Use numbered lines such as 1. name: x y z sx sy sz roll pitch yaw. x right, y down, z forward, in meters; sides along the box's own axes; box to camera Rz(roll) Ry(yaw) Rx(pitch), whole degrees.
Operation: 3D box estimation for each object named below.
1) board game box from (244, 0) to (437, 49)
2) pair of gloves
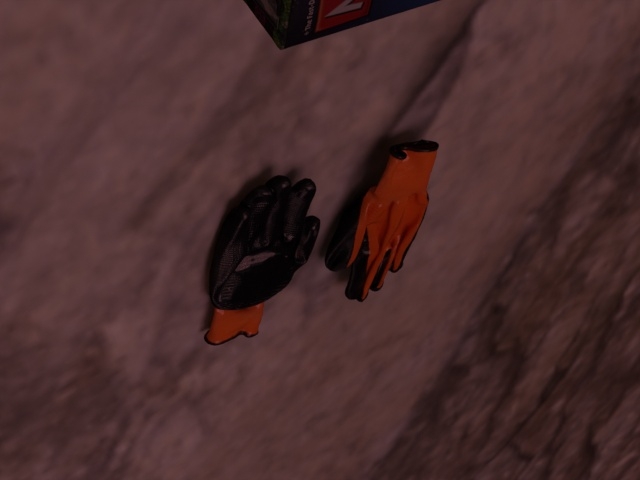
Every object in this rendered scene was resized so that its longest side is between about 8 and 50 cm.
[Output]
1. board game box: 0.027 -0.145 0.386 0.194 0.060 0.194 -19 142 -27
2. pair of gloves: 0.000 0.000 0.574 0.083 0.010 0.074 -14 140 -30
